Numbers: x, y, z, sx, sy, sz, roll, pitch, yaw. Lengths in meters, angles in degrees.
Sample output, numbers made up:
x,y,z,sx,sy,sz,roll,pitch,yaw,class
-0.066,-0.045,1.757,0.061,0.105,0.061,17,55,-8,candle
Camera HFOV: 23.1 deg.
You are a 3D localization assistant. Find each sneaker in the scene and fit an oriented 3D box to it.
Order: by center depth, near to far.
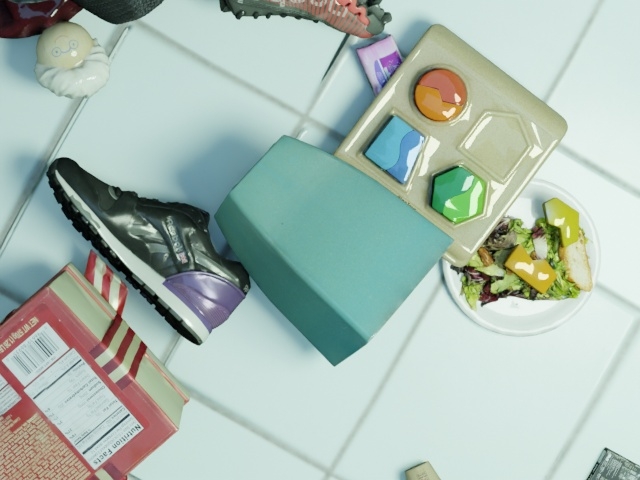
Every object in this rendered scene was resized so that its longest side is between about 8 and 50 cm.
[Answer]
x,y,z,sx,sy,sz,roll,pitch,yaw,class
-0.048,-0.311,1.884,0.276,0.097,0.135,31,114,-18,sneaker
-0.205,-0.013,1.909,0.124,0.107,0.283,-45,99,-13,sneaker

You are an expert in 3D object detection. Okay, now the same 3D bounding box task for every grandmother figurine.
x,y,z,sx,sy,sz,roll,pitch,yaw,class
-0.358,-0.321,1.867,0.208,0.104,0.342,-28,93,8,grandmother figurine

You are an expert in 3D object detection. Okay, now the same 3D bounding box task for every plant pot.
x,y,z,sx,sy,sz,roll,pitch,yaw,class
0.000,0.000,1.857,0.234,0.166,0.165,42,70,-1,plant pot

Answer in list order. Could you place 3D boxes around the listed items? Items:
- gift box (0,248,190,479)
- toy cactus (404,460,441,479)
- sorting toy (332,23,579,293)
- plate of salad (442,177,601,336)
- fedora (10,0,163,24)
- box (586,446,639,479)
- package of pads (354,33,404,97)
x,y,z,sx,sy,sz,roll,pitch,yaw,class
-0.314,0.166,1.824,0.255,0.258,0.276,-36,94,0,gift box
0.152,0.366,1.950,0.219,0.112,0.180,-25,85,8,toy cactus
0.194,-0.087,1.897,0.307,0.041,0.229,37,87,-2,sorting toy
0.251,0.022,1.945,0.200,0.048,0.199,0,95,-3,plate of salad
-0.211,-0.361,1.737,0.334,0.334,0.152,-44,131,1,fedora
0.371,0.314,1.988,0.067,0.018,0.083,28,93,-5,box
0.081,-0.208,1.927,0.050,0.032,0.083,-24,95,-1,package of pads
